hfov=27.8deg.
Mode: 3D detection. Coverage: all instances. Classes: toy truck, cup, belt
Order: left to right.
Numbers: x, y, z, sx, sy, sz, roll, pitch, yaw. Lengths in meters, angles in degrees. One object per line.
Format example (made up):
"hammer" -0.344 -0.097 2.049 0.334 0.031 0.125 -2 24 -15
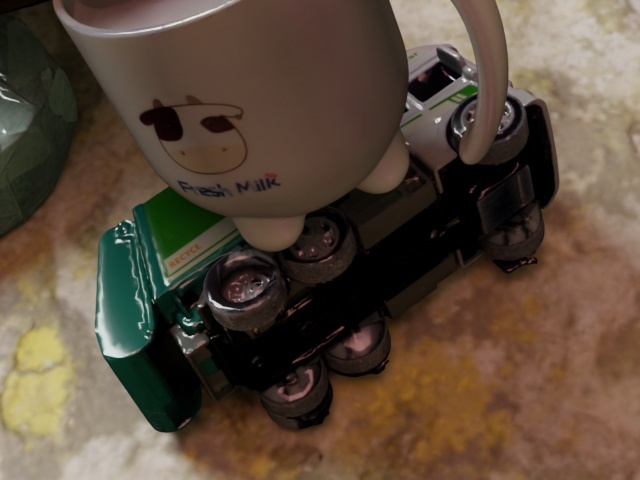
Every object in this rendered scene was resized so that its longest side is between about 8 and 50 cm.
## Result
"belt" -0.242 -0.060 0.760 0.198 0.078 0.151 -20 60 -4
"cup" -0.009 -0.085 0.581 0.173 0.142 0.134 -20 39 9
"toy truck" 0.000 0.000 0.677 0.253 0.114 0.124 -36 52 -11

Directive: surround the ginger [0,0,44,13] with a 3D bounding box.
"ginger" -0.207 -0.203 0.672 0.254 0.418 0.176 -10 103 -4
